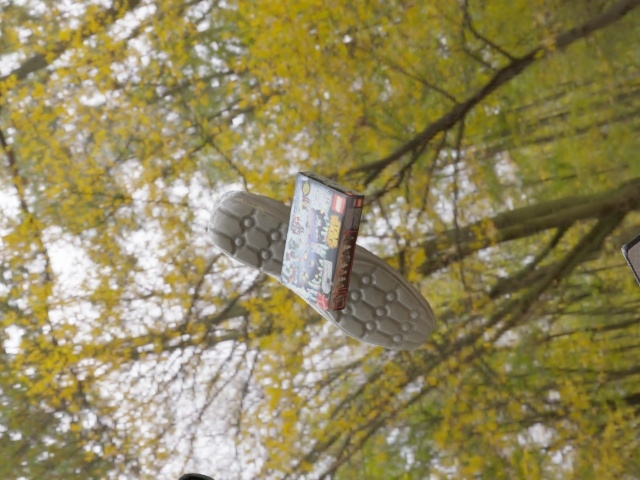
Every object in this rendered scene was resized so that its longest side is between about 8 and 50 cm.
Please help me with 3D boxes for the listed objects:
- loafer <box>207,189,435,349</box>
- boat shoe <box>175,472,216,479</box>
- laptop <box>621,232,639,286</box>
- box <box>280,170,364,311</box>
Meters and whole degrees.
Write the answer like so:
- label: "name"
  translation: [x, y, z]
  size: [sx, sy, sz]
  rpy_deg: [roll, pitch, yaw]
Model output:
- label: "loafer"
  translation: [0.006, 0.031, 1.151]
  size: [0.319, 0.112, 0.111]
  rpy_deg: [34, -165, -8]
- label: "boat shoe"
  translation: [-0.049, 0.322, 0.790]
  size: [0.116, 0.319, 0.099]
  rpy_deg: [-10, -61, -38]
- label: "laptop"
  translation: [0.682, 0.080, 1.173]
  size: [0.408, 0.382, 0.236]
  rpy_deg: [55, 176, -25]
- label: "box"
  translation: [0.000, 0.000, 1.013]
  size: [0.027, 0.094, 0.137]
  rpy_deg: [-6, -68, -39]
